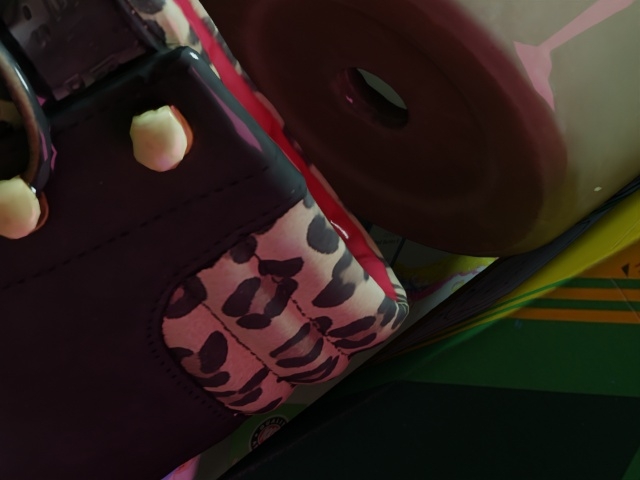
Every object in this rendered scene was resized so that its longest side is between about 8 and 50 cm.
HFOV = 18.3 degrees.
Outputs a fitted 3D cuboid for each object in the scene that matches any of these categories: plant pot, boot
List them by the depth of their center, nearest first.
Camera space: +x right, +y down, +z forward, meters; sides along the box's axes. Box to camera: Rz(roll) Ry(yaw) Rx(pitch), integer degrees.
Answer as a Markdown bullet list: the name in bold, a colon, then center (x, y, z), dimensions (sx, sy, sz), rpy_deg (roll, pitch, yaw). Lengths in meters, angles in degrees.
- **boot**: center (-0.161, 0.003, 0.497), dimensions (0.284, 0.138, 0.377), rpy_deg (-34, 136, 5)
- **plant pot**: center (0.075, -0.124, 0.681), dimensions (0.229, 0.263, 0.263), rpy_deg (-51, 148, -25)

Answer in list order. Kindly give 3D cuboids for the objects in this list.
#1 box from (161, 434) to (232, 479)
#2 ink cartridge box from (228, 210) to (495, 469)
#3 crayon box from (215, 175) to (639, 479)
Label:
- **box**: center (-0.101, 0.053, 0.721), dimensions (0.103, 0.114, 0.203), rpy_deg (-29, 132, -56)
- **ink cartridge box**: center (0.000, 0.000, 0.867), dimensions (0.154, 0.093, 0.212), rpy_deg (9, 108, -56)
- **crayon box**: center (0.172, 0.001, 0.756), dimensions (0.313, 0.106, 0.363), rpy_deg (-36, 179, 41)
